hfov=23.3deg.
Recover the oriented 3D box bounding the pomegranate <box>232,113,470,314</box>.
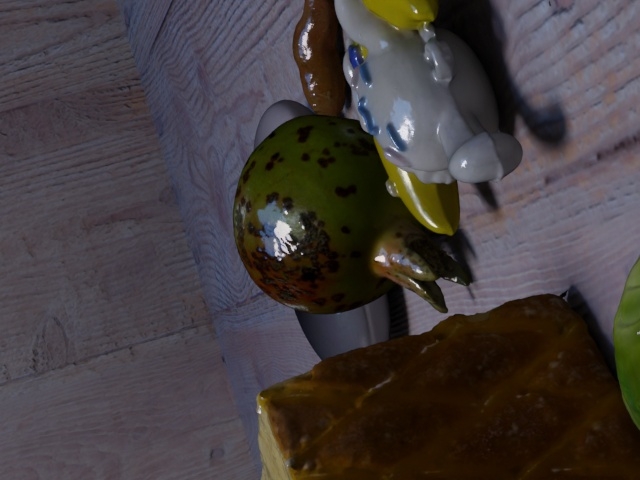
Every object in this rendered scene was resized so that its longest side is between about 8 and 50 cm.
[{"bbox_3d":[0.033,-0.011,1.505,0.246,0.198,0.198,30,158,6],"label":"pomegranate"}]

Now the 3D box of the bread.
[{"bbox_3d":[0.116,0.221,1.187,0.207,0.279,0.279,96,156,-53],"label":"bread"}]

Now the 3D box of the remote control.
[{"bbox_3d":[0.000,0.000,1.767,0.221,0.103,0.332,129,122,-77],"label":"remote control"}]

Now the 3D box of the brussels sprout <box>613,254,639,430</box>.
[{"bbox_3d":[0.228,0.056,0.802,0.161,0.143,0.181,137,118,-79],"label":"brussels sprout"}]

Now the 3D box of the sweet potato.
[{"bbox_3d":[-0.003,-0.212,1.641,0.056,0.056,0.195,-126,27,-56],"label":"sweet potato"}]

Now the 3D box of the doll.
[{"bbox_3d":[0.080,-0.119,1.274,0.237,0.111,0.252,106,147,-65],"label":"doll"}]
